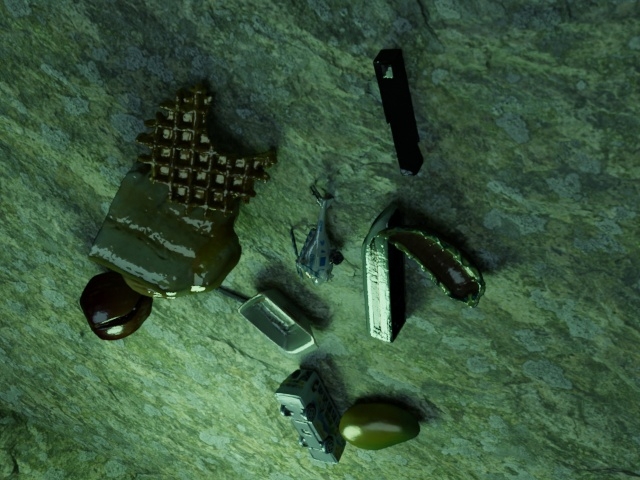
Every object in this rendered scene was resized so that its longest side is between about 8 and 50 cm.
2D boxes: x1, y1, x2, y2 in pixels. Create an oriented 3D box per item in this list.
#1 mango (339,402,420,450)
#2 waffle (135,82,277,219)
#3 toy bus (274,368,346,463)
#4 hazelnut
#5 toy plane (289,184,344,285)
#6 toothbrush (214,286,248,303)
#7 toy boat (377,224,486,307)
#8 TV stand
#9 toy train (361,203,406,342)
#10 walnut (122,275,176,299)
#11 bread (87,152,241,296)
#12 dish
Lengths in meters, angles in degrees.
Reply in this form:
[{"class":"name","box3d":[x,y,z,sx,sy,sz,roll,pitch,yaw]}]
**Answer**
[{"class":"mango","box3d":[0.166,0.537,2.176,0.251,0.114,0.156,-15,114,42]},{"class":"waffle","box3d":[-0.266,-0.186,1.689,0.259,0.069,0.293,-40,103,15]},{"class":"toy bus","box3d":[-0.020,0.529,2.270,0.109,0.136,0.330,3,132,34]},{"class":"hazelnut","box3d":[-0.618,0.189,2.288,0.218,0.218,0.234,32,159,0]},{"class":"toy plane","box3d":[-0.003,-0.008,1.780,0.182,0.107,0.273,-138,47,-61]},{"class":"toothbrush","box3d":[-0.296,0.140,2.147,0.219,0.016,0.019,22,141,12]},{"class":"toy boat","box3d":[0.243,0.032,1.628,0.293,0.099,0.108,36,139,-19]},{"class":"TV stand","box3d":[0.152,-0.240,1.448,0.040,0.049,0.257,5,133,27]},{"class":"toy train","box3d":[0.143,0.069,1.743,0.088,0.086,0.407,18,138,25]},{"class":"walnut","box3d":[-0.427,0.066,2.017,0.213,0.213,0.213,18,138,17]},{"class":"bread","box3d":[-0.353,-0.021,1.848,0.341,0.301,0.210,23,-177,-3]},{"class":"dish","box3d":[-0.099,0.220,2.064,0.234,0.064,0.154,43,139,-11]}]
